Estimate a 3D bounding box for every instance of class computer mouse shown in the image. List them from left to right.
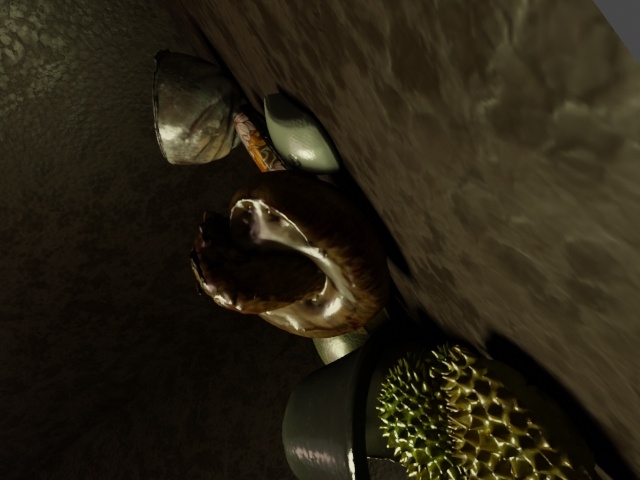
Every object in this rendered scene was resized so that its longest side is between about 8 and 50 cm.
[{"bbox_3d":[-0.039,-0.141,0.539,0.182,0.056,0.089,53,174,45],"label":"computer mouse"}]

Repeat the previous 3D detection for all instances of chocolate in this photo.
[{"bbox_3d":[-0.301,-0.348,1.077,0.303,0.212,0.304,-179,90,-85],"label":"chocolate"}]

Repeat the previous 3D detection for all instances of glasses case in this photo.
[{"bbox_3d":[-0.076,-0.149,0.862,0.321,0.082,0.122,52,173,-2],"label":"glasses case"}]

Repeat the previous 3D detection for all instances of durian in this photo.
[{"bbox_3d":[0.179,0.253,0.571,0.237,0.176,0.200,38,-148,-53],"label":"durian"},{"bbox_3d":[0.161,0.165,0.384,0.146,0.102,0.208,49,-176,-15],"label":"durian"}]

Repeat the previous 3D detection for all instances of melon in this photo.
[{"bbox_3d":[0.113,0.250,1.029,0.302,0.237,0.237,49,177,12],"label":"melon"}]

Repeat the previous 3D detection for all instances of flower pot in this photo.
[{"bbox_3d":[0.085,0.350,0.773,0.379,0.250,0.380,21,-119,-43],"label":"flower pot"}]

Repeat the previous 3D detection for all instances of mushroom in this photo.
[{"bbox_3d":[-0.044,0.020,0.595,0.264,0.282,0.195,116,156,-44],"label":"mushroom"}]

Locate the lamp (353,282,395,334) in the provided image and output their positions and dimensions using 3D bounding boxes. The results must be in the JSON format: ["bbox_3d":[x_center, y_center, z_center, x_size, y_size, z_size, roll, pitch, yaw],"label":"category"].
[{"bbox_3d":[0.070,0.107,0.855,0.161,0.161,0.185,53,175,44],"label":"lamp"}]
